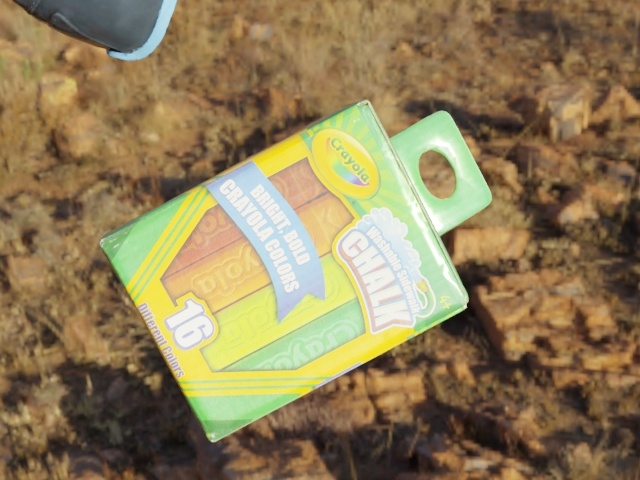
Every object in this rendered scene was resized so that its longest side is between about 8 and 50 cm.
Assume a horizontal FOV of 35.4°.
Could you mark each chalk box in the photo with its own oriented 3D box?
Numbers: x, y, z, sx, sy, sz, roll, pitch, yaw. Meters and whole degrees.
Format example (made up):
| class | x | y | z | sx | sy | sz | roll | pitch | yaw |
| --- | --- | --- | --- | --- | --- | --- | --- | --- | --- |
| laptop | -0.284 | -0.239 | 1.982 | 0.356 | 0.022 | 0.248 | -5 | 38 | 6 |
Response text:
| class | x | y | z | sx | sy | sz | roll | pitch | yaw |
| --- | --- | --- | --- | --- | --- | --- | --- | --- | --- |
| chalk box | 0.000 | 0.000 | 0.815 | 0.289 | 0.180 | 0.179 | -29 | 7 | 1 |

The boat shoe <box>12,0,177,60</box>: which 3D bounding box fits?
| class | x | y | z | sx | sy | sz | roll | pitch | yaw |
| --- | --- | --- | --- | --- | --- | --- | --- | --- | --- |
| boat shoe | -0.080 | -0.209 | 0.453 | 0.089 | 0.258 | 0.109 | 15 | 17 | -18 |
